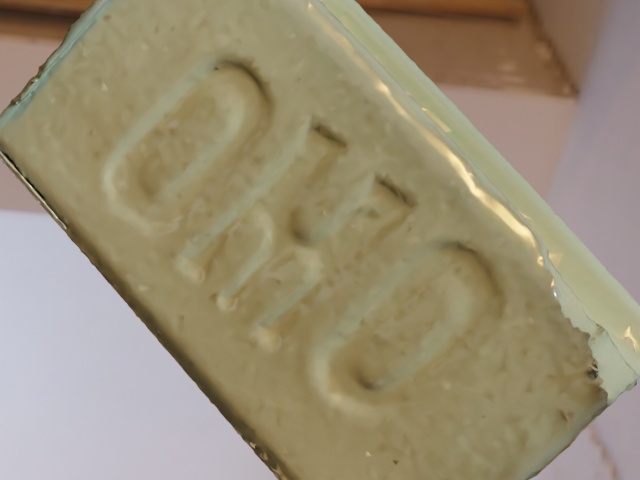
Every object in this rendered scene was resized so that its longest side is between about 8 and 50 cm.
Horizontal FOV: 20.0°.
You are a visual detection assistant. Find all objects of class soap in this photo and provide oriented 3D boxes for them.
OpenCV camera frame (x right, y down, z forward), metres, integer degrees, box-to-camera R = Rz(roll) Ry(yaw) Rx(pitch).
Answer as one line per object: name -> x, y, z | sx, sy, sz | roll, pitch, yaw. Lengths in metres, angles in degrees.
soap -> 0.000, 0.000, 0.564 | 0.114, 0.198, 0.063 | -47, 168, 17
